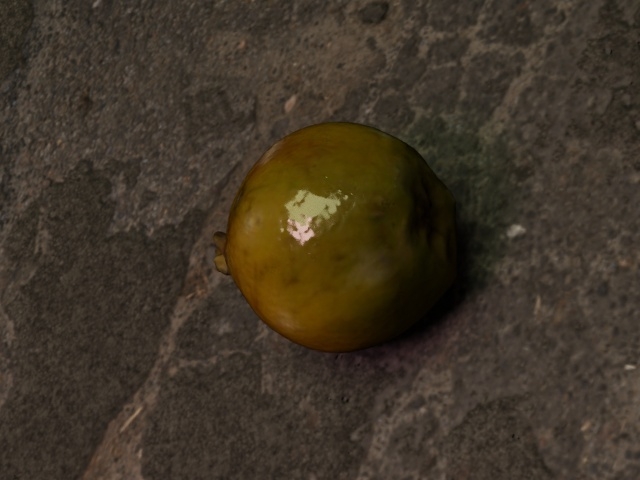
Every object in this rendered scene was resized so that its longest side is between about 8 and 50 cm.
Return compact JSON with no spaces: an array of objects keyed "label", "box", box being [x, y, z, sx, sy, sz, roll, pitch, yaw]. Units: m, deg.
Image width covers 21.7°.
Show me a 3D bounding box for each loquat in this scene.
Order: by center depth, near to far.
[{"label":"loquat","box":[0.000,0.000,1.549,0.246,0.213,0.213,-11,59,29]}]
